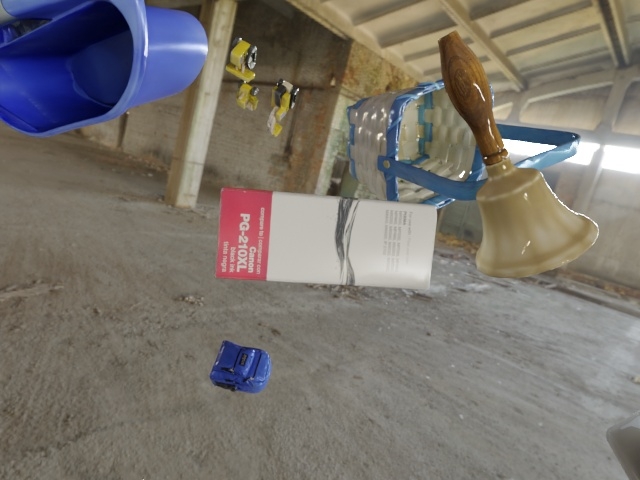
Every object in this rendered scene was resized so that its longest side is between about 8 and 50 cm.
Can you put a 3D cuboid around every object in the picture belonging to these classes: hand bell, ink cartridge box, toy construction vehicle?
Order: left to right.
[{"bbox_3d":[-0.075,-0.174,0.496,0.086,0.035,0.098,32,-25,-1],"label":"toy construction vehicle"},{"bbox_3d":[0.000,0.000,0.527,0.237,0.100,0.172,4,0,-8],"label":"ink cartridge box"},{"bbox_3d":[0.178,-0.095,0.434,0.126,0.242,0.126,-27,14,7],"label":"hand bell"}]

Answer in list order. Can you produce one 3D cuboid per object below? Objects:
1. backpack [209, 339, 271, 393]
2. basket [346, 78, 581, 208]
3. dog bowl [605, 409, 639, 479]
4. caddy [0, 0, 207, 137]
[{"bbox_3d":[-0.169,0.277,0.910,0.120,0.098,0.101,15,-30,2],"label":"backpack"},{"bbox_3d":[0.198,-0.144,0.648,0.255,0.201,0.289,-20,28,-27],"label":"basket"},{"bbox_3d":[0.324,0.267,0.271,0.349,0.102,0.348,49,22,-28],"label":"dog bowl"},{"bbox_3d":[-0.305,-0.255,0.484,0.341,0.241,0.179,-3,24,29],"label":"caddy"}]
